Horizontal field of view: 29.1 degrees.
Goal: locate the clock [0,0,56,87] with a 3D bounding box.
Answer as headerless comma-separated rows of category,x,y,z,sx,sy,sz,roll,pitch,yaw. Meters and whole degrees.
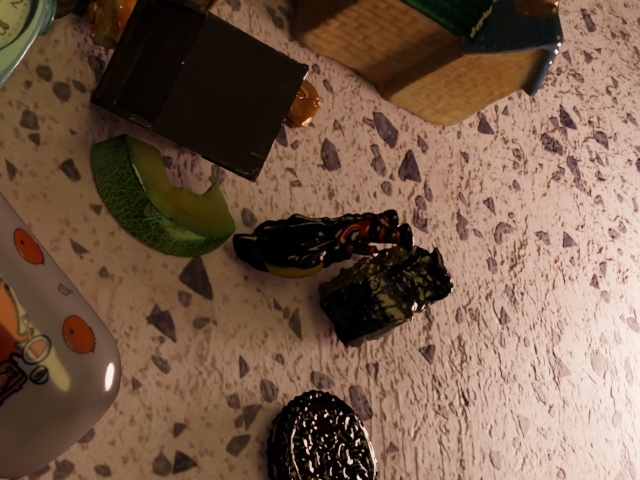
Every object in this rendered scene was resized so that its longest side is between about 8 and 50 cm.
clock,-0.415,-0.281,1.391,0.223,0.094,0.274,45,68,-17

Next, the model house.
model house,0.189,-0.425,1.970,0.382,0.342,0.335,17,60,-40

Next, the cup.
cup,-0.359,0.076,1.253,0.317,0.212,0.212,53,42,-15

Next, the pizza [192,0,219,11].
pizza,-0.183,-0.354,1.574,0.188,0.204,0.081,0,55,-13

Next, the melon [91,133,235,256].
melon,-0.198,-0.052,1.597,0.209,0.064,0.118,25,49,-39

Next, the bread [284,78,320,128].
bread,-0.038,-0.208,1.850,0.083,0.046,0.081,-16,85,-50

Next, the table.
table,-0.161,-0.203,1.588,0.193,0.172,0.169,24,92,-33

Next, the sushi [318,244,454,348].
sushi,0.100,0.067,1.779,0.212,0.147,0.115,-24,90,-45

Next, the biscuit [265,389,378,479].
biscuit,0.004,0.294,1.634,0.194,0.053,0.195,23,55,-38

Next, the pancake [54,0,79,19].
pancake,-0.407,-0.366,1.548,0.242,0.050,0.242,31,39,-29

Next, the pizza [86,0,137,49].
pizza,-0.271,-0.329,1.642,0.175,0.046,0.134,-57,145,-62

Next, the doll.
doll,0.001,0.003,1.698,0.248,0.127,0.088,-8,88,-20
